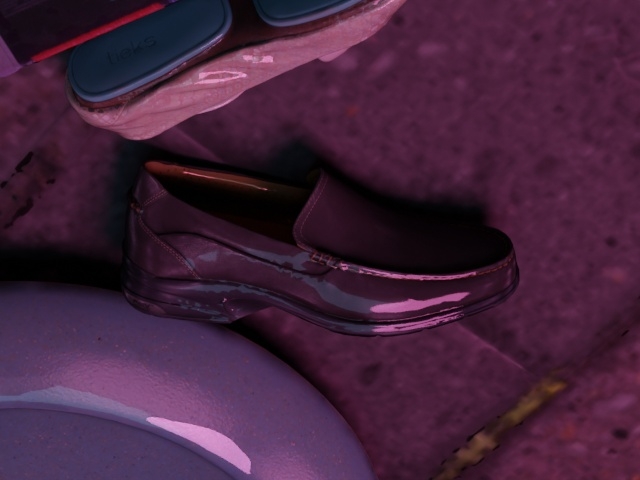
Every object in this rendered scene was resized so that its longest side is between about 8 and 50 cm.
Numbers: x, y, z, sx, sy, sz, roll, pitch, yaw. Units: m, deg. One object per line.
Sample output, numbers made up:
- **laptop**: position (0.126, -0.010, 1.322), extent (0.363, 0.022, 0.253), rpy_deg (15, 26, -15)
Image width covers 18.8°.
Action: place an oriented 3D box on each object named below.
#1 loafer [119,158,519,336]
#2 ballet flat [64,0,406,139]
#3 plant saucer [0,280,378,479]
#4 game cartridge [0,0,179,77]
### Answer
- **loafer**: position (0.000, 0.000, 0.808), extent (0.170, 0.062, 0.061), rpy_deg (1, 122, -2)
- **ballet flat**: position (-0.022, -0.086, 0.761), extent (0.168, 0.057, 0.052), rpy_deg (-20, 151, 17)
- **plant saucer**: position (-0.127, 0.152, 0.909), extent (0.317, 0.044, 0.318), rpy_deg (1, 130, 2)
- **game cartridge**: position (-0.062, -0.198, 0.671), extent (0.355, 0.068, 0.230), rpy_deg (-22, 118, 14)
